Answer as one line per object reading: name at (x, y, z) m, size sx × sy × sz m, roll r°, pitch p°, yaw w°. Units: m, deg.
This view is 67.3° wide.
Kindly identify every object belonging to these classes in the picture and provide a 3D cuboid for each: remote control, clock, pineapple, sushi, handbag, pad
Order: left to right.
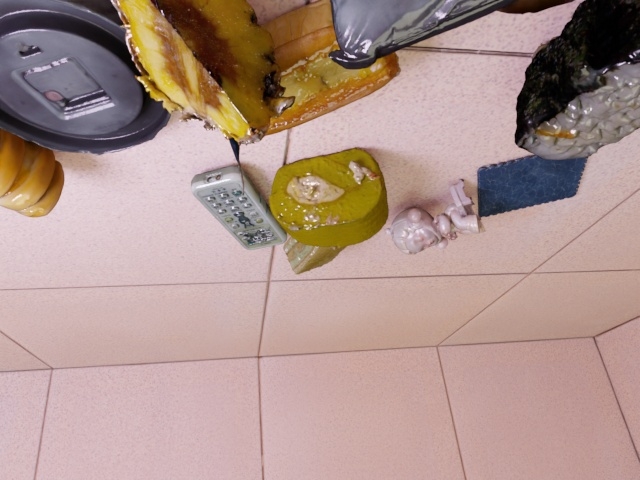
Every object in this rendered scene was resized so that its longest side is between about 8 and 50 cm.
clock at (-0.401, -0.262, 0.770) m, size 0.326 × 0.067 × 0.325 m, roll -5°, pitch 152°, yaw -3°
pineapple at (-0.156, -0.254, 0.675) m, size 0.334 × 0.161 × 0.158 m, roll 45°, pitch 139°, yaw -3°
remote control at (-0.188, -0.073, 1.180) m, size 0.128 × 0.065 × 0.335 m, roll -14°, pitch 152°, yaw 9°
handbag at (0.141, -0.354, 0.587) m, size 0.333 × 0.191 × 0.075 m, roll -18°, pitch -179°, yaw 20°
pad at (0.543, -0.148, 1.250) m, size 0.269 × 0.012 × 0.269 m, roll -14°, pitch 151°, yaw 14°
sushi at (0.462, -0.264, 0.780) m, size 0.211 × 0.170 × 0.350 m, roll 11°, pitch 165°, yaw -9°

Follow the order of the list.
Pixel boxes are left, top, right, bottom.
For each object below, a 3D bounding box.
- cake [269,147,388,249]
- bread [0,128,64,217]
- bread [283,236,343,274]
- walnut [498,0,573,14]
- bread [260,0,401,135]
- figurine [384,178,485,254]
cake at (0.019, -0.086, 1.074) m, size 0.261 × 0.179 × 0.156 m, roll -13°, pitch 151°, yaw 11°
bread at (-0.597, -0.158, 0.822) m, size 0.121 × 0.172 × 0.311 m, roll -41°, pitch 142°, yaw 15°
bread at (0.000, 0.000, 1.288) m, size 0.138 × 0.102 × 0.196 m, roll -18°, pitch 162°, yaw -39°
walnut at (0.302, -0.374, 0.629) m, size 0.246 × 0.137 × 0.137 m, roll -18°, pitch 151°, yaw 20°
bread at (-0.026, -0.276, 0.773) m, size 0.289 × 0.119 × 0.152 m, roll -17°, pitch 154°, yaw 19°
figurine at (0.286, -0.046, 1.275) m, size 0.257 × 0.144 × 0.182 m, roll -21°, pitch 169°, yaw 22°
